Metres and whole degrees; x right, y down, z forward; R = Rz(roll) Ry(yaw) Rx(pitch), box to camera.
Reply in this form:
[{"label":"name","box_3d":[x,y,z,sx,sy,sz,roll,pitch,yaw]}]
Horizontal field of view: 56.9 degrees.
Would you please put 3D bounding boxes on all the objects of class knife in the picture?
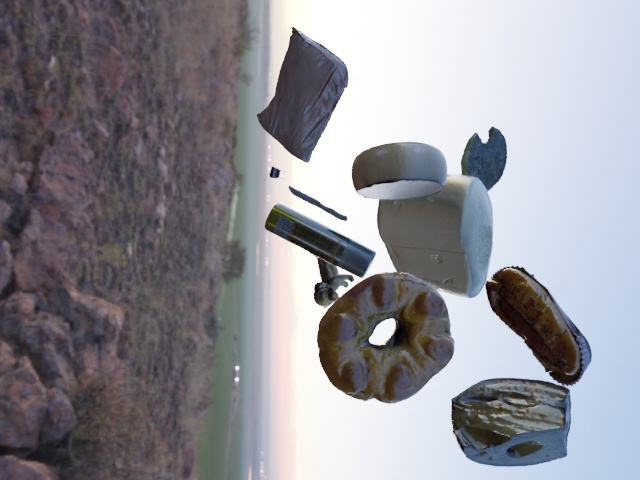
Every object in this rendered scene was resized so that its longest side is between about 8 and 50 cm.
[{"label":"knife","box_3d":[-0.008,-0.111,1.791,0.028,0.210,0.015,-46,-160,57]}]

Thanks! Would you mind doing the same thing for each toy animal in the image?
[{"label":"toy animal","box_3d":[0.044,0.150,2.363,0.121,0.168,0.234,151,-68,-66]}]

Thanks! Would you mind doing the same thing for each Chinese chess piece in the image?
[{"label":"Chinese chess piece","box_3d":[0.204,-0.173,1.536,0.250,0.249,0.103,114,-26,-79]}]

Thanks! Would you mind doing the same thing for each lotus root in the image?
[{"label":"lotus root","box_3d":[0.502,0.482,1.552,0.210,0.313,0.142,-81,166,-45]}]

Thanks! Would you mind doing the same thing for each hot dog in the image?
[{"label":"hot dog","box_3d":[0.397,0.149,1.085,0.253,0.069,0.131,58,-27,37]}]

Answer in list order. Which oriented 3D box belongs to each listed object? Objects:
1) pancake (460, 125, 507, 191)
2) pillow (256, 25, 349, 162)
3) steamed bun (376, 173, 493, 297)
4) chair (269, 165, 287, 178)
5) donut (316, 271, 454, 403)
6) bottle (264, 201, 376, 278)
[{"label":"pancake","box_3d":[0.579,-0.276,2.099,0.037,0.253,0.254,21,-65,48]},{"label":"pillow","box_3d":[-0.045,-0.324,1.349,0.270,0.173,0.067,-59,177,36]},{"label":"steamed bun","box_3d":[0.404,-0.045,2.032,0.290,0.371,0.456,-50,138,-35]},{"label":"chair","box_3d":[-0.144,-0.214,1.865,0.086,0.042,0.037,0,105,-65]},{"label":"donut","box_3d":[0.149,0.223,1.382,0.150,0.317,0.300,102,-9,-83]},{"label":"bottle","box_3d":[0.000,0.000,1.497,0.082,0.286,0.082,-60,171,-16]}]
